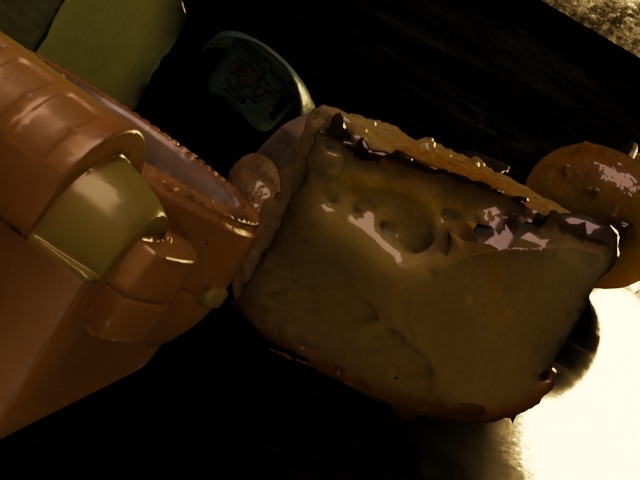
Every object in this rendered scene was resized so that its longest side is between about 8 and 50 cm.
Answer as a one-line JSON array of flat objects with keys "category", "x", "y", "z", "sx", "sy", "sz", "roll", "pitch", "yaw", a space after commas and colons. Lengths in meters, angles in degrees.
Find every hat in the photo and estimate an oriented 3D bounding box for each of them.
[{"category": "hat", "x": -0.070, "y": -0.155, "z": 1.816, "sx": 0.138, "sy": 0.078, "sz": 0.191, "roll": 41, "pitch": 0, "yaw": 3}]

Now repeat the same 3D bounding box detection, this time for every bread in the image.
[{"category": "bread", "x": 0.071, "y": 0.025, "z": 1.373, "sx": 0.262, "sy": 0.204, "sz": 0.162, "roll": 26, "pitch": 7, "yaw": -5}]

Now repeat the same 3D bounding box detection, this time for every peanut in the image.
[{"category": "peanut", "x": -0.057, "y": -0.042, "z": 1.566, "sx": 0.054, "sy": 0.054, "sz": 0.113, "roll": 27, "pitch": 21, "yaw": -13}]

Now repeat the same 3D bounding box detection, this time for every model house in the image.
[{"category": "model house", "x": -0.238, "y": -0.190, "z": 1.405, "sx": 0.189, "sy": 0.214, "sz": 0.195, "roll": 36, "pitch": 21, "yaw": 16}]

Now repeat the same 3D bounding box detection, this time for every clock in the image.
[{"category": "clock", "x": -0.177, "y": -0.018, "z": 1.098, "sx": 0.244, "sy": 0.200, "sz": 0.317, "roll": 39, "pitch": 10, "yaw": 11}]

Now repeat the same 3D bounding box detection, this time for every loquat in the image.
[{"category": "loquat", "x": 0.301, "y": -0.027, "z": 1.944, "sx": 0.172, "sy": 0.149, "sz": 0.204, "roll": 27, "pitch": 6, "yaw": 1}]

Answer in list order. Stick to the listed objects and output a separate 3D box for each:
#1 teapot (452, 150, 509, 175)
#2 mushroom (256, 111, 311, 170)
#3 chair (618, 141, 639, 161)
[{"category": "teapot", "x": 0.131, "y": -0.051, "z": 1.839, "sx": 0.096, "sy": 0.087, "sz": 0.177, "roll": 27, "pitch": 18, "yaw": 3}, {"category": "mushroom", "x": 0.031, "y": -0.046, "z": 1.649, "sx": 0.096, "sy": 0.108, "sz": 0.247, "roll": -33, "pitch": 54, "yaw": -25}, {"category": "chair", "x": 0.452, "y": -0.055, "z": 2.346, "sx": 0.221, "sy": 0.095, "sz": 0.104, "roll": 30, "pitch": 6, "yaw": -1}]
